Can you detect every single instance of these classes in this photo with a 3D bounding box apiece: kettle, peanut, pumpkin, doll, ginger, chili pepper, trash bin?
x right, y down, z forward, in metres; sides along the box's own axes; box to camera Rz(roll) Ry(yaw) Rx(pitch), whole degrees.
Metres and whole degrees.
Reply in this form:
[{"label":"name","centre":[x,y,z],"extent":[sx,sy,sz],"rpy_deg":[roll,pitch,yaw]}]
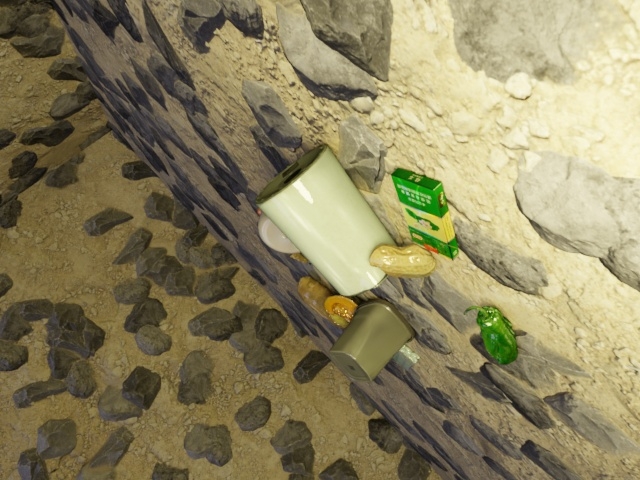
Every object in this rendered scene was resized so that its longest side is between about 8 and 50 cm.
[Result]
[{"label":"kettle","centre":[0.023,-0.059,1.417],"extent":[0.376,0.250,0.361],"rpy_deg":[50,-177,-17]},{"label":"peanut","centre":[0.220,0.052,1.279],"extent":[0.093,0.194,0.083],"rpy_deg":[133,140,-52]},{"label":"pumpkin","centre":[0.161,0.289,2.037],"extent":[0.279,0.111,0.163],"rpy_deg":[36,142,9]},{"label":"doll","centre":[-0.113,-0.071,1.771],"extent":[0.251,0.221,0.221],"rpy_deg":[11,155,5]},{"label":"ginger","centre":[0.021,0.291,2.281],"extent":[0.354,0.126,0.189],"rpy_deg":[36,154,36]},{"label":"chili pepper","centre":[0.459,0.250,1.275],"extent":[0.100,0.074,0.257],"rpy_deg":[26,153,48]},{"label":"trash bin","centre":[0.183,0.385,1.846],"extent":[0.220,0.250,0.219],"rpy_deg":[49,151,-9]}]

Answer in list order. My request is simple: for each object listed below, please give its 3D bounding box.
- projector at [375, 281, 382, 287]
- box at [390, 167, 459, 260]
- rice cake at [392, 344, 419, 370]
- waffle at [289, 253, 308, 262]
[{"label":"projector","centre":[0.167,0.102,1.614],"extent":[0.082,0.083,0.083],"rpy_deg":[50,163,-9]},{"label":"box","centre":[0.251,-0.059,1.161],"extent":[0.132,0.034,0.235],"rpy_deg":[29,156,44]},{"label":"rice cake","centre":[0.354,0.497,2.097],"extent":[0.124,0.038,0.211],"rpy_deg":[40,161,21]},{"label":"waffle","centre":[-0.116,0.053,2.052],"extent":[0.098,0.023,0.152],"rpy_deg":[21,168,26]}]
